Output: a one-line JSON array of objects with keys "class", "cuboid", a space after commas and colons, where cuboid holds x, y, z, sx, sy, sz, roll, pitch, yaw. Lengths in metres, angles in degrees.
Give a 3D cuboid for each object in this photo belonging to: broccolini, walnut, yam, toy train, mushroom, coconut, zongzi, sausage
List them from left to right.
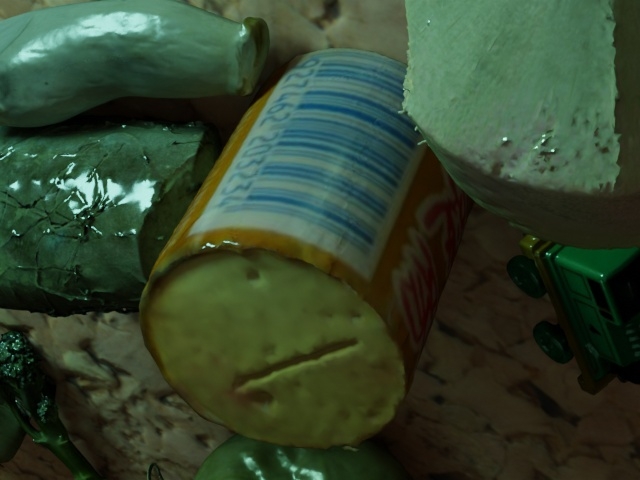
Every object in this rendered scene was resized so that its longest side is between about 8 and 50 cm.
[{"class": "zongzi", "cuboid": [-0.449, 0.196, 1.667, 0.194, 0.099, 0.197, 32, 162, -6]}, {"class": "broccolini", "cuboid": [-0.304, 0.268, 1.717, 0.079, 0.074, 0.392, -35, 122, -3]}, {"class": "mushroom", "cuboid": [-0.209, -0.167, 1.257, 0.351, 0.097, 0.109, -4, 110, 26]}, {"class": "yam", "cuboid": [-0.209, -0.017, 1.334, 0.271, 0.201, 0.202, -3, 129, 20]}, {"class": "walnut", "cuboid": [-0.027, 0.346, 1.498, 0.277, 0.282, 0.253, 18, 142, 13]}, {"class": "sausage", "cuboid": [0.000, 0.000, 1.168, 0.233, 0.287, 0.233, 10, 132, 12]}, {"class": "coconut", "cuboid": [0.187, -0.154, 0.910, 0.298, 0.297, 0.309, 11, 166, 17]}, {"class": "toy train", "cuboid": [0.249, 0.050, 1.191, 0.136, 0.091, 0.227, 25, 148, 55]}]

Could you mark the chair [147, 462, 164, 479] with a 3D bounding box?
[{"class": "chair", "cuboid": [-0.089, 0.414, 1.699, 0.325, 0.170, 0.159, 56, 157, 39]}]
